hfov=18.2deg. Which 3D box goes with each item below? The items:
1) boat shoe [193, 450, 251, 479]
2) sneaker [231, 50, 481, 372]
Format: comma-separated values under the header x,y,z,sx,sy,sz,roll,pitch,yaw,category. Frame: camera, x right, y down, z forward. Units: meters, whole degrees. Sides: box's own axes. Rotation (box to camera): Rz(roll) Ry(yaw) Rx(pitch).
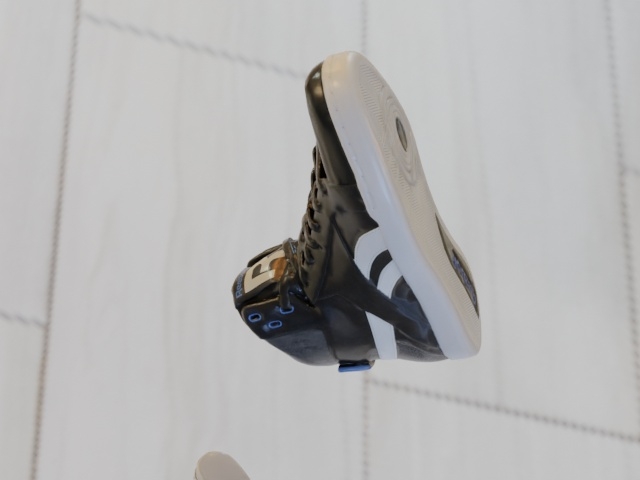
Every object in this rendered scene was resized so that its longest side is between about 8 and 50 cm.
x,y,z,sx,sy,sz,roll,pitch,yaw,category
-0.044,0.171,1.171,0.035,0.035,0.100,-24,63,-36,boat shoe
0.000,0.000,1.046,0.121,0.217,0.079,-12,45,15,sneaker
